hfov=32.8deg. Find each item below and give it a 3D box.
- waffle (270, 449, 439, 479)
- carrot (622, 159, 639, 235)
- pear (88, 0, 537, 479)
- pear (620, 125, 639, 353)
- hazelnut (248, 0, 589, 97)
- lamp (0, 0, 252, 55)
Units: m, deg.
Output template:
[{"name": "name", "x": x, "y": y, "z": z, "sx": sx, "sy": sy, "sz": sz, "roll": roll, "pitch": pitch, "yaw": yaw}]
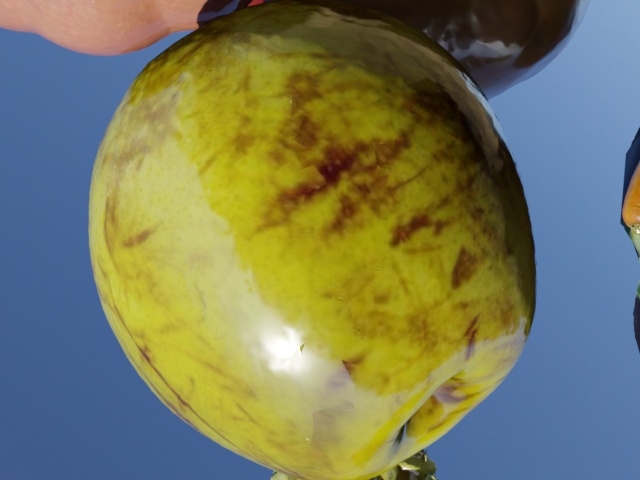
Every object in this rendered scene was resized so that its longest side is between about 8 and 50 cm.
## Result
[{"name": "waffle", "x": 0.021, "y": 0.246, "z": 0.890, "sx": 0.054, "sy": 0.208, "sz": 0.214, "roll": 21, "pitch": -162, "yaw": -38}, {"name": "carrot", "x": 0.317, "y": -0.118, "z": 0.938, "sx": 0.043, "sy": 0.043, "sz": 0.248, "roll": 25, "pitch": -96, "yaw": -23}, {"name": "pear", "x": 0.000, "y": 0.000, "z": 0.650, "sx": 0.283, "sy": 0.283, "sz": 0.284, "roll": 23, "pitch": -134, "yaw": -26}, {"name": "pear", "x": 0.461, "y": -0.007, "z": 0.997, "sx": 0.165, "sy": 0.399, "sz": 0.399, "roll": 10, "pitch": -128, "yaw": -24}, {"name": "hazelnut", "x": 0.062, "y": -0.261, "z": 0.915, "sx": 0.315, "sy": 0.372, "sz": 0.372, "roll": 28, "pitch": -138, "yaw": -39}, {"name": "lamp", "x": -0.143, "y": -0.272, "z": 0.680, "sx": 0.305, "sy": 0.305, "sz": 0.239, "roll": 48, "pitch": 179, "yaw": 0}]
